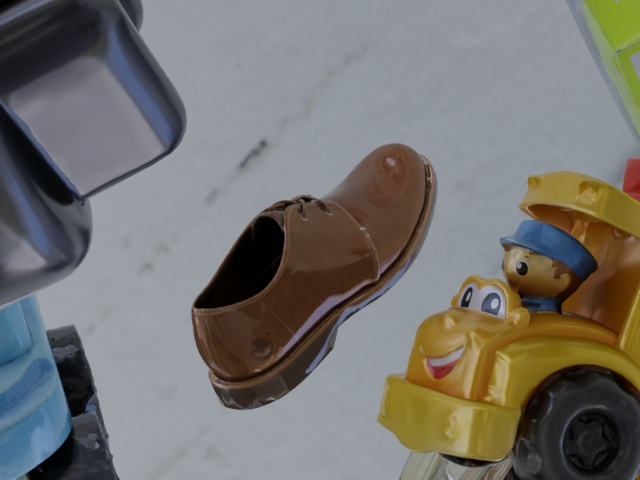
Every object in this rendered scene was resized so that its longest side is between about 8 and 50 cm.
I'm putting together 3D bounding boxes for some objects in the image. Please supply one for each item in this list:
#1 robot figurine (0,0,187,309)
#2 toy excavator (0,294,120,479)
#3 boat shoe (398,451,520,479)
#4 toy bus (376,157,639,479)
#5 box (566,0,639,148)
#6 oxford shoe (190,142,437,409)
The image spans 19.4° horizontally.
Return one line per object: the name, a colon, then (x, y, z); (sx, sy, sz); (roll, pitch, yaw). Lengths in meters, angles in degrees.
robot figurine: (-0.196, -0.032, 0.699); (0.278, 0.209, 0.173); (-25, -70, 4)
toy excavator: (-0.300, -0.013, 1.267); (0.222, 0.433, 0.445); (-16, -66, -9)
boat shoe: (0.081, 0.218, 1.075); (0.098, 0.302, 0.109); (-23, -60, 39)
toy bus: (0.157, 0.027, 0.944); (0.220, 0.149, 0.211); (7, -87, -22)
box: (0.143, -0.094, 0.847); (0.042, 0.178, 0.109); (-25, -57, 7)
oxford shoe: (0.000, 0.000, 1.061); (0.076, 0.212, 0.076); (0, -54, 38)
